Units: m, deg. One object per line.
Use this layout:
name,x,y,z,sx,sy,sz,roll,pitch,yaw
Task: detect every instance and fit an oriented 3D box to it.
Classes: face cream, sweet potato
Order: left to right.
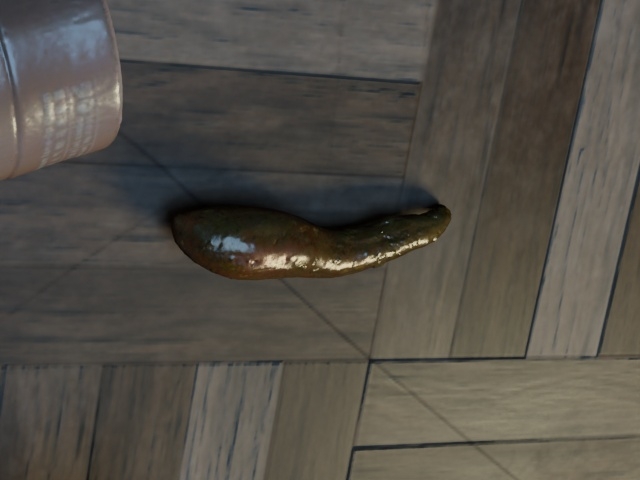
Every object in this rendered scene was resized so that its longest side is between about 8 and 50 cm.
face cream,-0.184,-0.107,0.965,0.104,0.149,0.149,-19,116,-23
sweet potato,0.000,0.000,1.171,0.214,0.050,0.050,-1,109,-33
